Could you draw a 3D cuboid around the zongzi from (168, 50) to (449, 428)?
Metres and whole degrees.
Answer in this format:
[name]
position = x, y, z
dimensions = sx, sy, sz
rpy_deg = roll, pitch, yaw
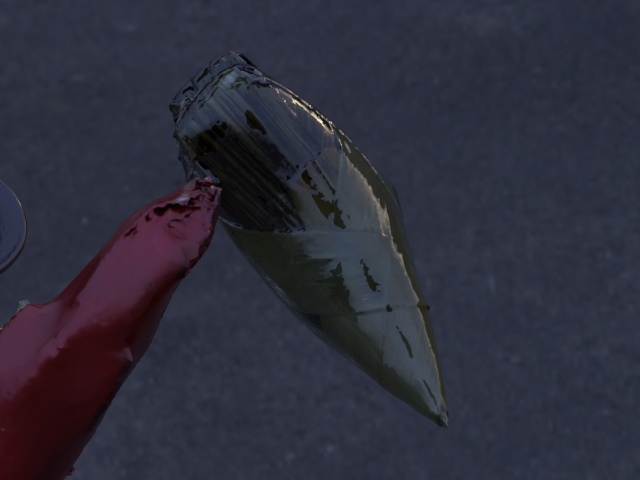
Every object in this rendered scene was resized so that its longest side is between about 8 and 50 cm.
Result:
[zongzi]
position = 0.000, 0.000, 1.592
dimensions = 0.154, 0.289, 0.317
rpy_deg = -41, 43, 8

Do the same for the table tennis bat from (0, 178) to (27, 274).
[table tennis bat]
position = -0.279, -0.021, 1.344
dimensions = 0.107, 0.119, 0.170
rpy_deg = 36, 49, -5

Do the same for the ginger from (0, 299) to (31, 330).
[ginger]
position = -0.328, 0.132, 1.894
dimensions = 0.057, 0.137, 0.044
rpy_deg = -16, -13, 26

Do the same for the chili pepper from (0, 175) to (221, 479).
[chili pepper]
position = -0.196, 0.104, 1.256
dimensions = 0.110, 0.387, 0.110
rpy_deg = 35, 17, -12
